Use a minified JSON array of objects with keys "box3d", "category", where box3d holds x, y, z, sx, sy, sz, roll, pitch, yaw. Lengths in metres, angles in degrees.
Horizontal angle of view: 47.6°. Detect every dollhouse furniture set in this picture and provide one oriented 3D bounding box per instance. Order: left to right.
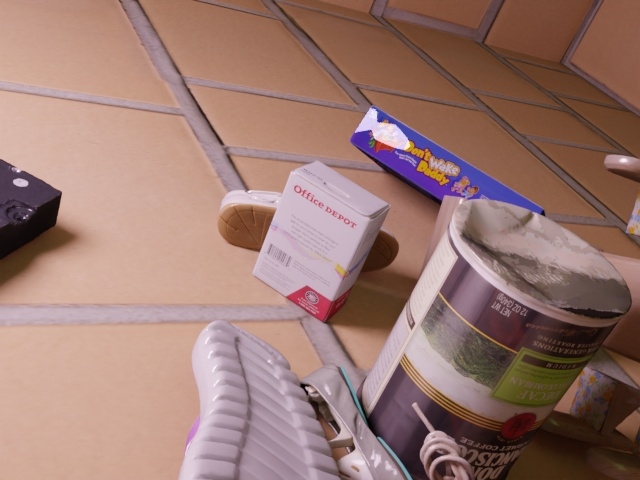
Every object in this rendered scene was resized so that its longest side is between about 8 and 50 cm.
[{"box3d":[0.328,0.065,0.951,0.256,0.362,0.394,16,2,-16],"category":"dollhouse furniture set"}]

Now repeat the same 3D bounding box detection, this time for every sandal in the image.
[{"box3d":[-0.066,0.218,0.673,0.169,0.102,0.416,32,14,-16],"category":"sandal"}]

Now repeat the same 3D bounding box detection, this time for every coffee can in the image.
[{"box3d":[0.180,0.121,0.811,0.201,0.275,0.201,17,30,-10],"category":"coffee can"}]

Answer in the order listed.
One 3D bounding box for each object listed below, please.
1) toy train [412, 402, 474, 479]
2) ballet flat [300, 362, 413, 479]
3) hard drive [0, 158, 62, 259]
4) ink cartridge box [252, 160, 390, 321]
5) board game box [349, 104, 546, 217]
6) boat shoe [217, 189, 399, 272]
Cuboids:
[{"box3d":[0.102,0.278,0.615,0.143,0.105,0.248,-22,75,-43],"category":"toy train"},{"box3d":[0.034,0.223,0.774,0.068,0.072,0.213,-20,44,-15],"category":"ballet flat"},{"box3d":[-0.515,-0.068,0.841,0.339,0.064,0.237,27,30,5],"category":"hard drive"},{"box3d":[0.000,0.000,0.981,0.127,0.175,0.072,33,31,16],"category":"ink cartridge box"},{"box3d":[0.240,-0.101,1.323,0.347,0.078,0.233,35,6,19],"category":"board game box"},{"box3d":[-0.015,-0.029,1.096,0.277,0.098,0.096,14,32,-13],"category":"boat shoe"}]
